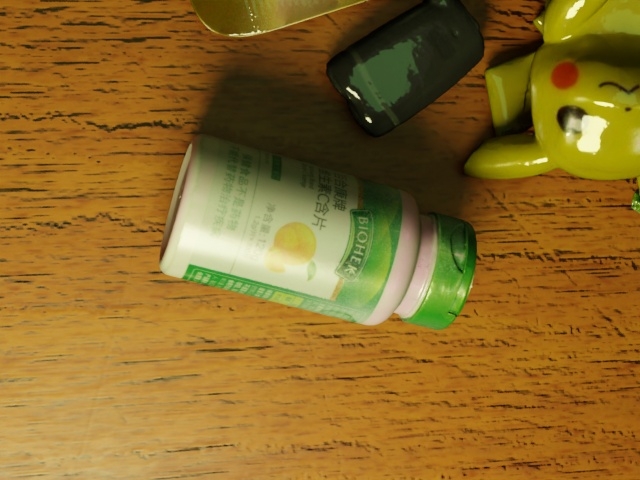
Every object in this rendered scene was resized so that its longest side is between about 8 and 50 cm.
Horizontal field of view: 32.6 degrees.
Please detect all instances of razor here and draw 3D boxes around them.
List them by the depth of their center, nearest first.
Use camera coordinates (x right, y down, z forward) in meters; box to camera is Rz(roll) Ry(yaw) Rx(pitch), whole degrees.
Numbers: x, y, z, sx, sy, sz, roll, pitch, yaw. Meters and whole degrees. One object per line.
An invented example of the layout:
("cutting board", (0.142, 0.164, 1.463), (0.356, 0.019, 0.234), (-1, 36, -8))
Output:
("razor", (0.085, -0.171, 1.048), (0.148, 0.054, 0.090), (-36, 102, -7))

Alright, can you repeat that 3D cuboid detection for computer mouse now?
("computer mouse", (-0.009, -0.273, 1.026), (0.245, 0.056, 0.125), (-19, 97, -12))

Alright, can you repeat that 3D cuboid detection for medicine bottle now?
("medicine bottle", (0.000, 0.000, 0.999), (0.274, 0.133, 0.133), (15, 89, -13))

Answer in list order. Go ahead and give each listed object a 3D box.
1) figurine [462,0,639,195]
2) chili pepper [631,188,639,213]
("figurine", (0.261, -0.178, 1.031), (0.218, 0.169, 0.326), (7, 89, 4))
("chili pepper", (0.358, -0.048, 1.126), (0.091, 0.034, 0.030), (-19, 63, -9))
